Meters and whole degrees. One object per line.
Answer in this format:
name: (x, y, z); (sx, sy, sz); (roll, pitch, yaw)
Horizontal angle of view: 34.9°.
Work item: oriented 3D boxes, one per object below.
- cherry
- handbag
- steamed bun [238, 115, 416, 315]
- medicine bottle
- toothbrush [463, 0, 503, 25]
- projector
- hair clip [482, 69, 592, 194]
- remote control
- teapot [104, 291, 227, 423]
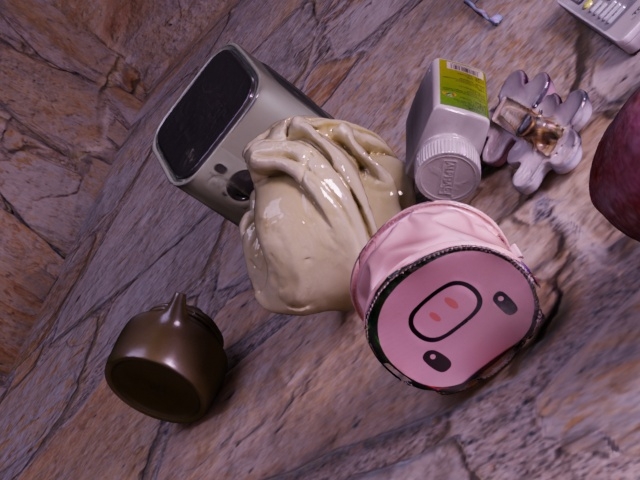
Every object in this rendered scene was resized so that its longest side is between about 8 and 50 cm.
cherry: (0.339, -0.078, 0.905); (0.250, 0.175, 0.192); (-31, 21, 47)
handbag: (0.132, 0.062, 1.117); (0.205, 0.179, 0.116); (-44, 16, 19)
steamed bun: (0.016, -0.049, 1.432); (0.203, 0.276, 0.289); (-22, 10, 33)
medicine bottle: (0.172, -0.144, 1.398); (0.188, 0.088, 0.132); (-84, 13, -48)
toothbrush: (0.274, -0.392, 1.739); (0.019, 0.013, 0.193); (-43, 23, 9)
projector: (-0.118, -0.167, 1.818); (0.248, 0.249, 0.248); (-49, 35, 10)
hair clip: (0.265, -0.145, 1.311); (0.257, 0.075, 0.146); (-107, 40, -73)
remote control: (0.395, -0.322, 1.356); (0.103, 0.034, 0.250); (-47, 22, 16)
teapot: (-0.239, 0.190, 1.686); (0.267, 0.186, 0.175); (97, -166, -49)
